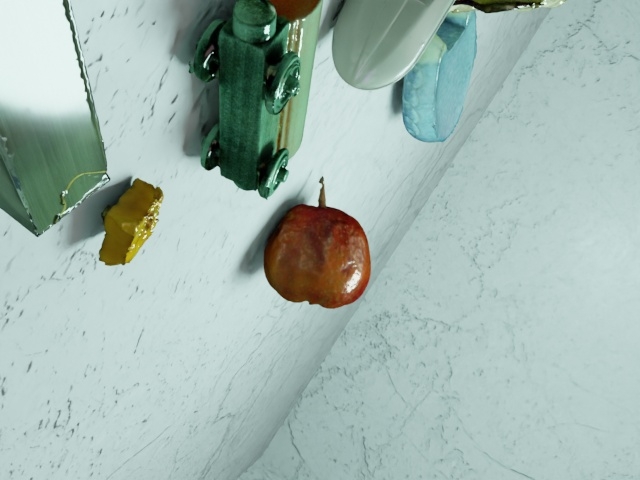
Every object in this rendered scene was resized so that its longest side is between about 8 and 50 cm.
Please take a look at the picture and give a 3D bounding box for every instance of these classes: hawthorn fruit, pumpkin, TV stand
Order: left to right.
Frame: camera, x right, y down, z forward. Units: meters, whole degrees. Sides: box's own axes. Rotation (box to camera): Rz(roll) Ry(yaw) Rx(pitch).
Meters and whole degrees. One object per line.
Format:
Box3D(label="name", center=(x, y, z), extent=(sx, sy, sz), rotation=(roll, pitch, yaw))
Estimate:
Box3D(label="TV stand", center=(-0.209, -0.120, 0.418), extent=(0.083, 0.088, 0.269), rotation=(-48, 165, -30))
Box3D(label="pumpkin", center=(-0.212, -0.019, 0.724), extent=(0.083, 0.054, 0.074), rotation=(-72, -172, -52))
Box3D(label="hawthorn fruit", center=(0.000, 0.000, 1.251), extent=(0.207, 0.207, 0.243), rotation=(-12, 110, -70))

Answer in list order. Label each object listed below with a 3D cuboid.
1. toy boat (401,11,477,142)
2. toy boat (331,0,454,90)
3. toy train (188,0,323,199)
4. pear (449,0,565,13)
Box3D(label="toy boat", center=(0.229, -0.346, 1.385), extent=(0.215, 0.123, 0.330), rotation=(-58, 157, -22))
Box3D(label="toy boat", center=(0.114, -0.340, 0.919), extent=(0.269, 0.141, 0.141), rotation=(-59, 166, 25))
Box3D(label="toy train", center=(-0.061, -0.177, 0.766), extent=(0.285, 0.116, 0.177), rotation=(101, 15, -58))
Box3D(label="pear", center=(0.289, -0.470, 1.115), extent=(0.267, 0.267, 0.178), rotation=(-31, 119, -59))
